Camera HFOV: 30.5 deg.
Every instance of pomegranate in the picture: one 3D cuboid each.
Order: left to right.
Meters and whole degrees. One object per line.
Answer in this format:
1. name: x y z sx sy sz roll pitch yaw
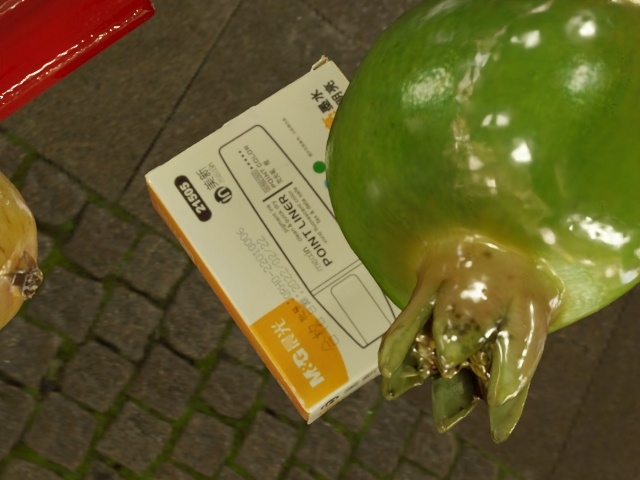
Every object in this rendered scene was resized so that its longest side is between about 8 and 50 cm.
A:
1. pomegranate: -0.344 0.010 1.044 0.191 0.191 0.191 2 85 -28
2. pomegranate: 0.112 -0.049 0.825 0.216 0.310 0.358 40 55 -16

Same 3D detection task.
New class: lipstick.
1. lipstick: -0.245 -0.107 0.811 0.280 0.073 0.073 -37 104 -6

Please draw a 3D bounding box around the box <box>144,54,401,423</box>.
1. box: 0.000 0.000 1.090 0.221 0.091 0.274 -36 80 -11
